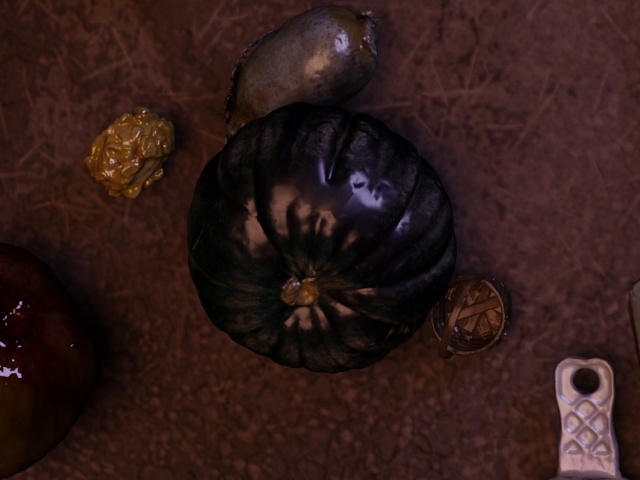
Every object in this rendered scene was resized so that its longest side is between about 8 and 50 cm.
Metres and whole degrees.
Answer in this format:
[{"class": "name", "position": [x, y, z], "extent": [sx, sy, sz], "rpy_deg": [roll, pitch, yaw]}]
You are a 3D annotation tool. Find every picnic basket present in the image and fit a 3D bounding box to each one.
[{"class": "picnic basket", "position": [0.117, 0.062, 1.543], "extent": [0.072, 0.083, 0.072], "rpy_deg": [2, 97, 20]}]

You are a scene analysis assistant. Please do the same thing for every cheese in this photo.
[{"class": "cheese", "position": [0.199, 0.225, 1.542], "extent": [0.163, 0.071, 0.249], "rpy_deg": [-22, 89, 20]}]

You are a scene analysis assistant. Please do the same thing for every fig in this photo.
[{"class": "fig", "position": [-0.337, 0.148, 1.673], "extent": [0.217, 0.217, 0.321], "rpy_deg": [47, 127, 8]}]

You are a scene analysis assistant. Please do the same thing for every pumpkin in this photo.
[{"class": "pumpkin", "position": [0.000, 0.000, 1.526], "extent": [0.220, 0.162, 0.220], "rpy_deg": [7, 128, 9]}]

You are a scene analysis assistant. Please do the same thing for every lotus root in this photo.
[{"class": "lotus root", "position": [-0.020, -0.135, 1.566], "extent": [0.165, 0.088, 0.088], "rpy_deg": [-33, 85, 26]}]

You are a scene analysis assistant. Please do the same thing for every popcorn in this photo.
[{"class": "popcorn", "position": [-0.157, -0.075, 1.629], "extent": [0.057, 0.083, 0.082], "rpy_deg": [46, 141, 14]}]

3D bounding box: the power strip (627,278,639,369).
[{"class": "power strip", "position": [0.348, 0.101, 1.476], "extent": [0.198, 0.064, 0.213], "rpy_deg": [-7, 108, 19]}]
